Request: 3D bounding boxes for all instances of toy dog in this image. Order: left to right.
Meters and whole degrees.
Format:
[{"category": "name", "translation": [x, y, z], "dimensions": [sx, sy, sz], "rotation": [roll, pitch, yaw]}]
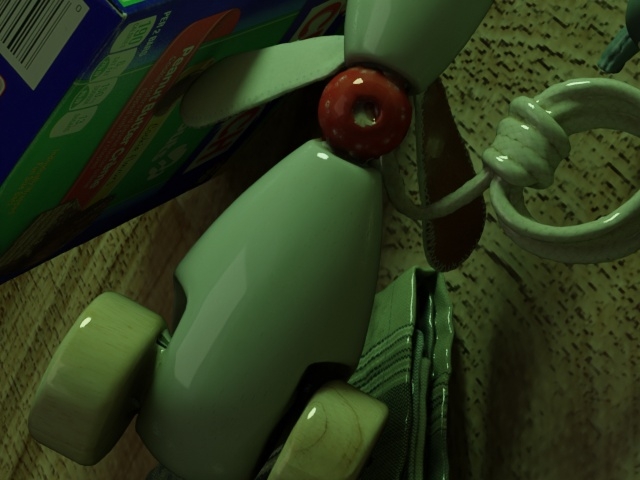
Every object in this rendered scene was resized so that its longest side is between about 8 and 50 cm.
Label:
[{"category": "toy dog", "translation": [0.000, 0.000, 0.832], "dimensions": [0.334, 0.220, 0.161], "rotation": [-43, -3, -3]}]

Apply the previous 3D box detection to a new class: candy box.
[{"category": "candy box", "translation": [-0.113, -0.112, 0.954], "dimensions": [0.122, 0.317, 0.268], "rotation": [48, 127, 7]}]

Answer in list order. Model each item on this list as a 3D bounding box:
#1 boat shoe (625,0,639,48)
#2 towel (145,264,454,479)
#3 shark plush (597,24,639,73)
[{"category": "boat shoe", "translation": [0.240, -0.039, 0.538], "dimensions": [0.319, 0.116, 0.099], "rotation": [14, 92, 30]}, {"category": "towel", "translation": [-0.030, 0.206, 0.913], "dimensions": [0.324, 0.056, 0.312], "rotation": [-40, 31, 42]}, {"category": "shark plush", "translation": [0.180, -0.149, 0.766], "dimensions": [0.161, 0.067, 0.073], "rotation": [-43, 46, 38]}]
